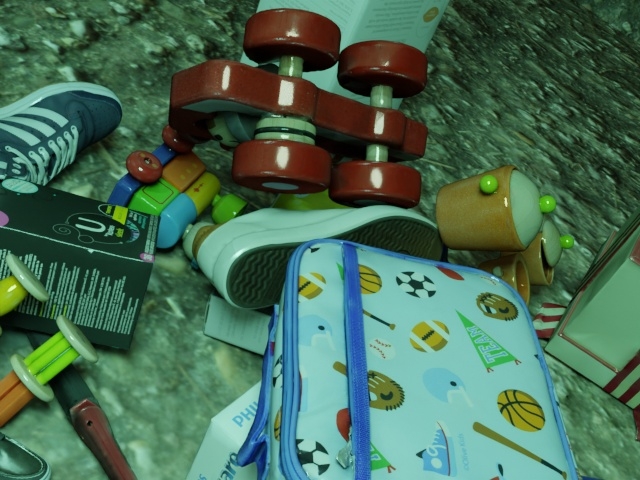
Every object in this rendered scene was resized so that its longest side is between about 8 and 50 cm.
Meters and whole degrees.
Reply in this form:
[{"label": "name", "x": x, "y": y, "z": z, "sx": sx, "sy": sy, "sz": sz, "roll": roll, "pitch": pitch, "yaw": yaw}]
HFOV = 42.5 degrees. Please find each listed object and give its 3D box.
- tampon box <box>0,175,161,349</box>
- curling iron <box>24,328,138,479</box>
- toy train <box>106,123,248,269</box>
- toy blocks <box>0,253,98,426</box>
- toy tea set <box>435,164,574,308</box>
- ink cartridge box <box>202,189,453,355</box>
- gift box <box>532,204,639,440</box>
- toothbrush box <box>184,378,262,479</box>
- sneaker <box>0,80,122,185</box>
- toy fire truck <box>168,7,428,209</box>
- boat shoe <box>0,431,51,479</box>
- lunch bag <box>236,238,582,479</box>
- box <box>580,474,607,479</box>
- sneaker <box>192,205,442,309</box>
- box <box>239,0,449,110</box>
[{"label": "tampon box", "x": -0.249, "y": 0.020, "z": 0.805, "sx": 0.161, "sy": 0.101, "sz": 0.120, "roll": 15, "pitch": 21, "yaw": -14}, {"label": "curling iron", "x": -0.214, "y": 0.162, "z": 0.720, "sx": 0.068, "sy": 0.035, "sz": 0.274, "roll": -5, "pitch": 44, "yaw": -35}, {"label": "toy train", "x": -0.149, "y": -0.068, "z": 1.018, "sx": 0.143, "sy": 0.105, "sz": 0.248, "roll": 36, "pitch": 34, "yaw": -2}, {"label": "toy blocks", "x": -0.286, "y": 0.103, "z": 0.705, "sx": 0.123, "sy": 0.148, "sz": 0.054, "roll": 51, "pitch": -8, "yaw": -1}, {"label": "toy tea set", "x": 0.246, "y": 0.001, "z": 0.992, "sx": 0.124, "sy": 0.200, "sz": 0.336, "roll": -8, "pitch": 7, "yaw": 28}, {"label": "ink cartridge box", "x": 0.059, "y": 0.054, "z": 0.976, "sx": 0.307, "sy": 0.072, "sz": 0.304, "roll": 18, "pitch": 33, "yaw": 6}, {"label": "gift box", "x": 0.440, "y": 0.090, "z": 1.042, "sx": 0.255, "sy": 0.258, "sz": 0.276, "roll": 38, "pitch": 56, "yaw": 14}, {"label": "toothbrush box", "x": 0.060, "y": 0.231, "z": 0.719, "sx": 0.295, "sy": 0.126, "sz": 0.216, "roll": 37, "pitch": 37, "yaw": 16}, {"label": "sneaker", "x": -0.322, "y": -0.091, "z": 0.929, "sx": 0.282, "sy": 0.099, "sz": 0.153, "roll": -22, "pitch": 51, "yaw": -39}, {"label": "toy fire truck", "x": -0.036, "y": -0.126, "z": 0.916, "sx": 0.302, "sy": 0.254, "sz": 0.169, "roll": 9, "pitch": 82, "yaw": -38}, {"label": "boat shoe", "x": -0.286, "y": 0.166, "z": 0.664, "sx": 0.142, "sy": 0.040, "sz": 0.049, "roll": 21, "pitch": 34, "yaw": -6}, {"label": "lunch bag", "x": 0.063, "y": 0.130, "z": 0.650, "sx": 0.243, "sy": 0.115, "sz": 0.303, "roll": 14, "pitch": 35, "yaw": -10}, {"label": "box", "x": 0.361, "y": 0.325, "z": 0.865, "sx": 0.225, "sy": 0.036, "sz": 0.136, "roll": 15, "pitch": 36, "yaw": -17}, {"label": "sneaker", "x": 0.000, "y": 0.000, "z": 0.882, "sx": 0.290, "sy": 0.106, "sz": 0.123, "roll": -1, "pitch": 21, "yaw": -35}, {"label": "box", "x": 0.029, "y": -0.288, "z": 1.193, "sx": 0.168, "sy": 0.345, "sz": 0.215, "roll": 41, "pitch": 37, "yaw": 23}]
